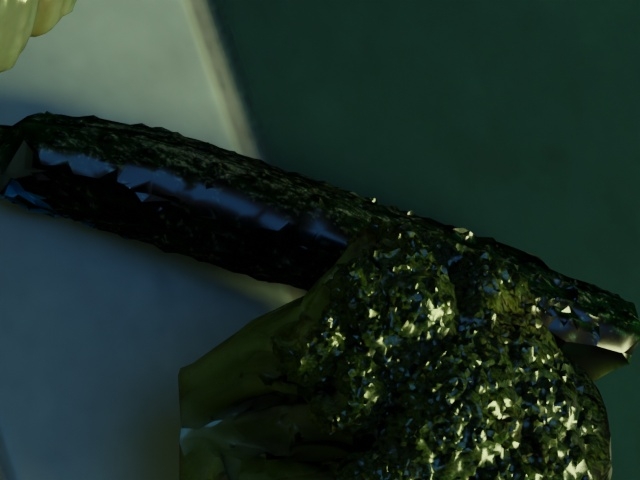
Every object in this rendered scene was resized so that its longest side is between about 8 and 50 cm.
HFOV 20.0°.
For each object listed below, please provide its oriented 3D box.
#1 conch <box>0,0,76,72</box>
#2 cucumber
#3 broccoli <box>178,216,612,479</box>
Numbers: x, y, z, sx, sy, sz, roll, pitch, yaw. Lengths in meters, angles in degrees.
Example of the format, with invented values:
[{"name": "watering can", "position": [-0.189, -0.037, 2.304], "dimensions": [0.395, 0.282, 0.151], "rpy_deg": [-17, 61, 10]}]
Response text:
[{"name": "conch", "position": [-0.225, -0.044, 0.446], "dimensions": [0.319, 0.215, 0.303], "rpy_deg": [-4, 65, 3]}, {"name": "cucumber", "position": [0.000, 0.000, 0.648], "dimensions": [0.257, 0.043, 0.044], "rpy_deg": [18, 60, -21]}, {"name": "broccoli", "position": [0.024, 0.064, 0.581], "dimensions": [0.138, 0.162, 0.145], "rpy_deg": [-2, 60, 2]}]
